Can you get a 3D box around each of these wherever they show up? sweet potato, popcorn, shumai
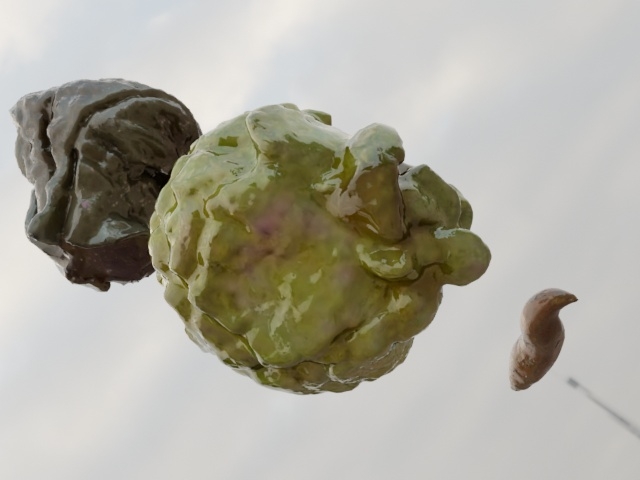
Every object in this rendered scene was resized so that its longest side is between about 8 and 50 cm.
[{"bbox_3d":[0.249,0.113,1.408,0.202,0.055,0.058,94,-161,-53],"label":"sweet potato"},{"bbox_3d":[0.000,0.000,0.958,0.212,0.259,0.259,-76,10,-70],"label":"popcorn"},{"bbox_3d":[-0.233,-0.053,1.170,0.185,0.218,0.184,-52,-38,-45],"label":"shumai"}]
